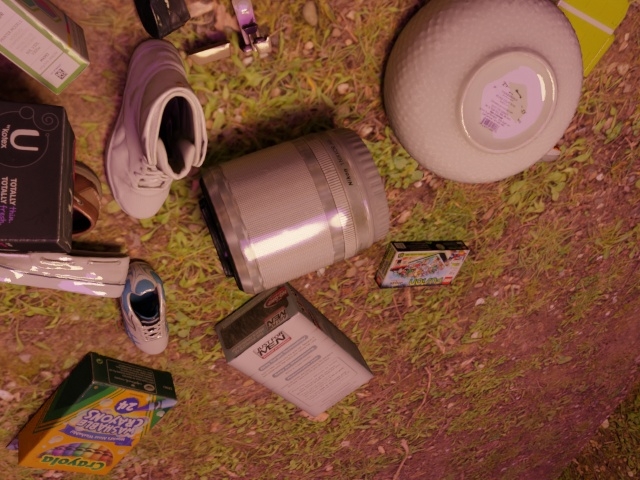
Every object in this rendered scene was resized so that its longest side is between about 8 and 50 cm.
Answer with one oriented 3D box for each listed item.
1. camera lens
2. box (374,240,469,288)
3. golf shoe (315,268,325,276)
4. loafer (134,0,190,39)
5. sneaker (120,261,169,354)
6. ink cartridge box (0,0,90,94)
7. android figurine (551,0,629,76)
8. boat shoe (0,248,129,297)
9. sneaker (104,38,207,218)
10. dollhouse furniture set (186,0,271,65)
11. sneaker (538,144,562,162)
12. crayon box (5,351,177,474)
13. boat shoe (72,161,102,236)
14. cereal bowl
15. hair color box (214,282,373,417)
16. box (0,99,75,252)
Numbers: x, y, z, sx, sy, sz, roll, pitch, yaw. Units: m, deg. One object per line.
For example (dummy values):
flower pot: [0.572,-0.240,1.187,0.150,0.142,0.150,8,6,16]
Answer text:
camera lens: [-0.050,-0.050,0.955,0.274,0.219,0.220,-20,135,-10]
box: [0.236,0.055,1.336,0.206,0.036,0.114,-1,129,-27]
golf shoe: [0.000,0.000,1.142,0.085,0.069,0.176,-27,138,-12]
loafer: [-0.211,-0.347,0.728,0.061,0.062,0.170,-36,145,-27]
sneaker: [-0.328,0.145,1.082,0.085,0.086,0.237,-14,135,-19]
ink cartridge box: [-0.373,-0.274,0.660,0.062,0.109,0.209,-40,135,10]
android figurine: [0.443,-0.378,1.041,0.248,0.056,0.273,6,126,-32]
boat shoe: [-0.439,0.029,0.929,0.258,0.095,0.084,15,92,-40]
sneaker: [-0.242,-0.117,0.832,0.108,0.169,0.293,-3,131,-28]
dollhouse furniture set: [-0.137,-0.294,0.799,0.114,0.091,0.081,-20,120,-7]
sneaker: [0.359,-0.181,1.159,0.262,0.099,0.121,5,134,-22]
crayon box: [-0.486,0.392,1.222,0.323,0.083,0.203,-46,134,16]
boat shoe: [-0.467,-0.065,0.794,0.324,0.116,0.123,1,128,-29]
cereal bowl: [0.282,-0.243,0.947,0.338,0.141,0.339,-4,118,-8]
hair color box: [-0.048,0.257,1.313,0.185,0.114,0.374,-36,137,6]
box: [-0.439,-0.073,0.675,0.270,0.166,0.143,2,173,-17]
